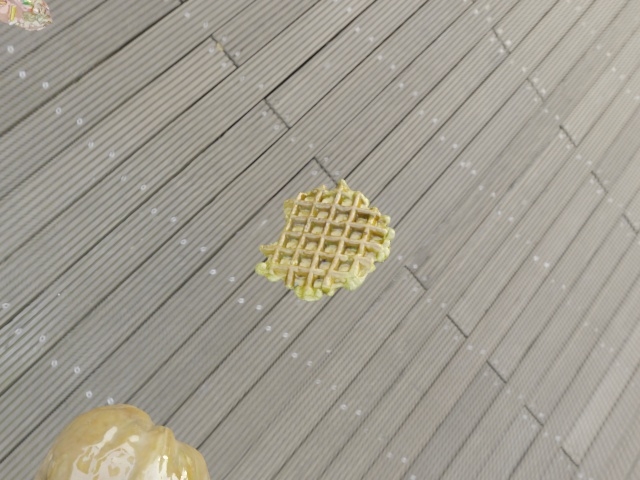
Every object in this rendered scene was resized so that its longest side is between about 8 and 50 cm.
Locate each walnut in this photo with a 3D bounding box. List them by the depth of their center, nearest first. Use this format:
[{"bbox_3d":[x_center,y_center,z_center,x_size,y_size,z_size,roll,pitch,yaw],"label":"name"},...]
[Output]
[{"bbox_3d":[-0.334,0.437,0.956,0.296,0.285,0.285,40,70,-19],"label":"walnut"}]

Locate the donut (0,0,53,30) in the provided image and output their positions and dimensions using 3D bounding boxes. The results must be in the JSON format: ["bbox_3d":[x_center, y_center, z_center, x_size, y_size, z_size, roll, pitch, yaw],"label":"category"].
[{"bbox_3d":[-0.577,-0.461,0.991,0.085,0.233,0.199,-36,110,-3],"label":"donut"}]

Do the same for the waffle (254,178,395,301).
[{"bbox_3d":[0.006,-0.006,1.226,0.301,0.282,0.058,-46,149,-24],"label":"waffle"}]
